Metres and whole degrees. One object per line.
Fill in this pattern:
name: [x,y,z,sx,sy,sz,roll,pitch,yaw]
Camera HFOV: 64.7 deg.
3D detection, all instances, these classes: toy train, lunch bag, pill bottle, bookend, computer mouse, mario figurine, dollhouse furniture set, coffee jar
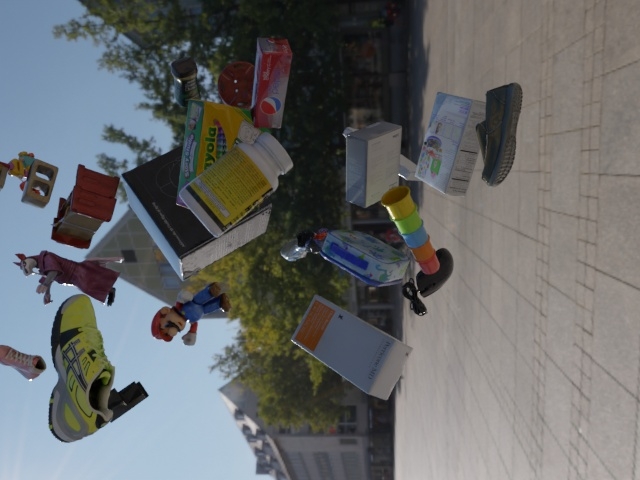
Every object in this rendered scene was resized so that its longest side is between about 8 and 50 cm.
toy train: [-0.816,-0.176,1.409,0.125,0.046,0.166,55,-168,-33]
lunch bag: [0.119,0.045,1.395,0.176,0.218,0.090,-3,-63,-56]
pill bottle: [-0.255,-0.180,1.574,0.188,0.334,0.188,48,172,9]
bookend: [-0.709,0.558,1.800,0.072,0.156,0.157,48,155,17]
computer mouse: [0.429,0.147,1.908,0.272,0.072,0.189,-50,-49,-18]
mario figurine: [-0.509,0.302,1.953,0.198,0.320,0.170,61,-176,4]
dollhouse furniture set: [-0.765,-0.127,1.366,0.374,0.201,0.152,21,-130,-36]
coffee jar: [-0.510,-0.602,1.918,0.079,0.096,0.184,52,156,21]

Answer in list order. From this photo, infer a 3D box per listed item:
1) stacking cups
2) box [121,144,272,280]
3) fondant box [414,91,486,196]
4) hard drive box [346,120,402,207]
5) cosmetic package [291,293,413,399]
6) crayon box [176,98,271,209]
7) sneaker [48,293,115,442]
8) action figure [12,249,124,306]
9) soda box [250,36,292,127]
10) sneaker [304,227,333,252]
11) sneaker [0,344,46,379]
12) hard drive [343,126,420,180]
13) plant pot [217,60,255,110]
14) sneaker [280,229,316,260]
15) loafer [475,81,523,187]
stacking cups: [0.291,-0.017,1.587,0.316,0.095,0.096,60,-160,-29]
box: [-0.556,-0.163,2.305,0.480,0.471,0.297,52,154,13]
fondant box: [0.475,-0.353,1.836,0.238,0.096,0.331,-127,47,-62]
hard drive box: [0.174,-0.250,1.652,0.181,0.089,0.232,-28,-50,-38]
cosmetic package: [0.117,0.422,2.052,0.161,0.453,0.230,34,-98,-48]
crayon box: [-0.336,-0.293,1.802,0.313,0.106,0.363,-5,-72,-51]
sneaker: [-0.616,0.324,1.347,0.145,0.147,0.385,48,-152,-67]
action figure: [-0.938,0.111,1.888,0.370,0.248,0.276,30,-115,-31]
soda box: [-0.151,-0.468,1.522,0.263,0.092,0.084,106,155,-48]
sneaker: [0.000,0.000,1.738,0.221,0.083,0.087,-3,-87,-75]
sneaker: [-0.776,0.308,1.317,0.134,0.070,0.051,50,-155,-28]
hard drive: [0.287,-0.379,2.215,0.047,0.353,0.233,-58,-21,21]
plant pot: [-0.338,-0.670,2.282,0.265,0.272,0.273,-67,-26,-85]
sneaker: [-0.071,0.023,1.992,0.237,0.086,0.085,-28,41,54]
loafer: [0.427,-0.255,1.235,0.094,0.087,0.252,1,-79,-53]
